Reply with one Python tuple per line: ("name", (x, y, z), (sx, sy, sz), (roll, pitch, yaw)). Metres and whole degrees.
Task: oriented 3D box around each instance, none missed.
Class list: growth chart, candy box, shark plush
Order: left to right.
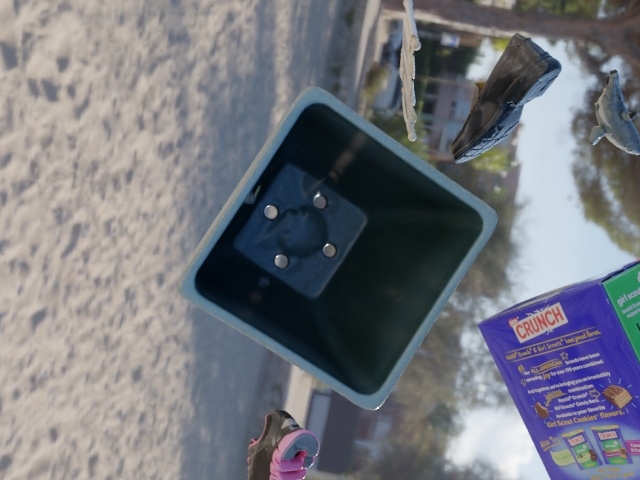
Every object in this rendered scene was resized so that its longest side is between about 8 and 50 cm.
("growth chart", (0.151, -0.285, 1.522), (0.237, 0.021, 0.172), (85, 2, -51))
("candy box", (0.420, 0.218, 1.342), (0.268, 0.122, 0.317), (-30, -96, 55))
("shark plush", (0.465, -0.203, 1.378), (0.067, 0.073, 0.161), (42, -26, 42))

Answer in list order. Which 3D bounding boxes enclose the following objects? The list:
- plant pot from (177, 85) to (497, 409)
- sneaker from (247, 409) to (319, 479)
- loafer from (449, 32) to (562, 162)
("plant pot", (0.000, 0.000, 1.018), (0.247, 0.247, 0.252), (-57, -168, -1))
("sneaker", (-0.043, 0.191, 0.737), (0.057, 0.047, 0.119), (43, -63, 42))
("loafer", (0.196, -0.156, 1.007), (0.062, 0.061, 0.170), (-15, 152, -48))
